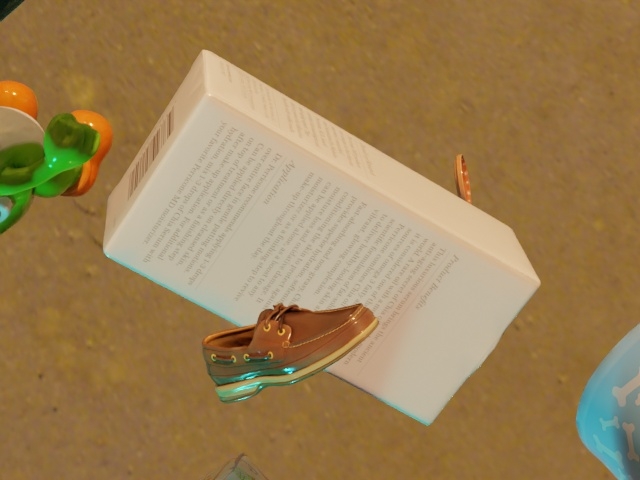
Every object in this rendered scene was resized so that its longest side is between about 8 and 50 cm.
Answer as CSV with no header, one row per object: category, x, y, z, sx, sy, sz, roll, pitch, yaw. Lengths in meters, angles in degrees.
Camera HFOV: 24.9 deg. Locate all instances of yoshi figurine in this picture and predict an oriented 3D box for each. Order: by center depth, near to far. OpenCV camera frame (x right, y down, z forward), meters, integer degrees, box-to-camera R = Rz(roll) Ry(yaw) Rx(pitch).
yoshi figurine,-0.355,-0.117,1.511,0.203,0.362,0.203,-29,92,19

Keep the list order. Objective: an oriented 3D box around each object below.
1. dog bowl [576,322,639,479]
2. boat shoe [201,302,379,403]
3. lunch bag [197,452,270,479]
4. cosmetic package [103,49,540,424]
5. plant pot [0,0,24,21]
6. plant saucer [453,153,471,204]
dog bowl,0.276,0.119,0.832,0.297,0.074,0.166,27,118,-40
boat shoe,-0.032,0.085,1.209,0.178,0.064,0.060,-23,102,37
lunch bag,-0.201,0.439,2.097,0.303,0.243,0.115,-39,90,1
cosmetic package,0.000,0.000,1.687,0.453,0.161,0.230,30,109,-18
plant pot,-0.311,-0.323,1.179,0.195,0.290,0.290,40,104,2
plant saucer,0.208,-0.085,2.121,0.013,0.083,0.083,-8,130,12
